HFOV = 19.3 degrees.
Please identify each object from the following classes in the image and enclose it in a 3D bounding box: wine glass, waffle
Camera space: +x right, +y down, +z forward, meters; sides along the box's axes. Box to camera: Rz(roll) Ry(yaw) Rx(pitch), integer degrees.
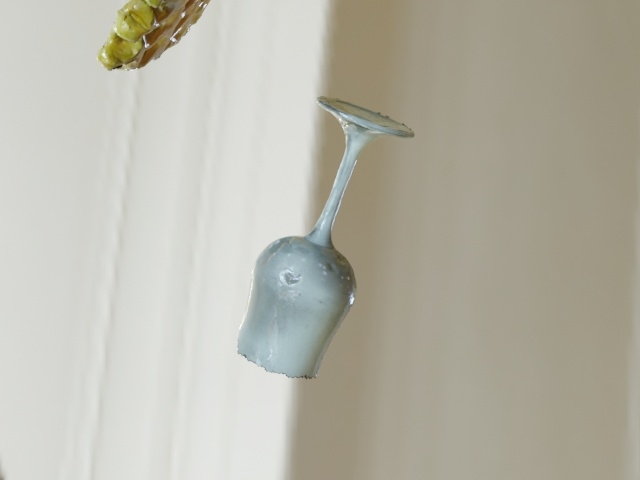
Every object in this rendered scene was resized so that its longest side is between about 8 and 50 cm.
[{"bbox_3d":[0.000,0.000,1.352,0.079,0.079,0.195,5,-71,-56],"label":"wine glass"},{"bbox_3d":[-0.080,-0.230,1.416,0.052,0.254,0.245,37,-162,-2],"label":"waffle"}]
